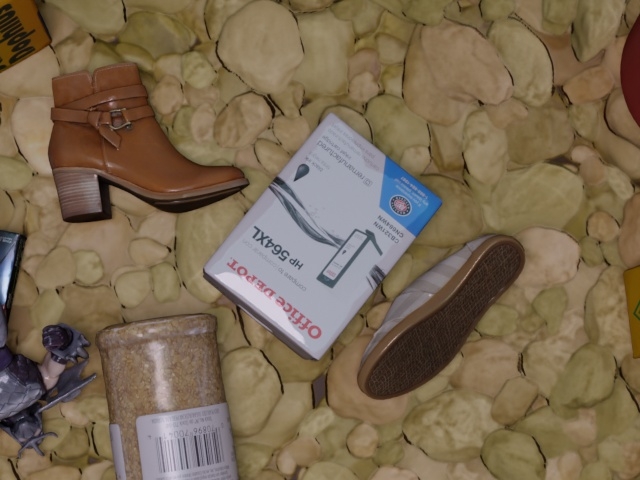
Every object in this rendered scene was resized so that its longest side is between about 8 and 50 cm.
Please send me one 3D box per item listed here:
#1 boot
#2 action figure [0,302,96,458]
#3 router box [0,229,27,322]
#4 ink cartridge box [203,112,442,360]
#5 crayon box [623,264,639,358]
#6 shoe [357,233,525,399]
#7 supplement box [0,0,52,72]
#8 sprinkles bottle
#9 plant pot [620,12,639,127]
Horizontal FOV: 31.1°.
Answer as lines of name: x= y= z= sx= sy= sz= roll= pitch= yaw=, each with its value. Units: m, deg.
boot: x=-0.175 y=-0.104 z=1.155 sx=0.197 sy=0.073 sz=0.152 roll=-6 pitch=81 yaw=-9
action figure: x=-0.321 y=0.095 z=1.069 sx=0.185 sy=0.099 sz=0.285 roll=-29 pitch=118 yaw=-17
router box: x=-0.361 y=0.028 z=1.138 sx=0.122 sy=0.038 sz=0.092 roll=10 pitch=83 yaw=-4
ink cartridge box: x=0.000 y=0.000 z=1.151 sx=0.148 sy=0.086 sz=0.203 roll=38 pitch=81 yaw=-1
crayon box: x=0.514 y=0.042 z=1.080 sx=0.363 sy=0.313 sz=0.106 roll=-5 pitch=81 yaw=-5
shoe: x=0.118 y=0.075 z=1.175 sx=0.219 sy=0.058 sz=0.076 roll=-44 pitch=120 yaw=-4
supplement box: x=-0.436 y=-0.315 z=1.088 sx=0.195 sy=0.194 sz=0.356 roll=-31 pitch=88 yaw=-8
sprinkles bottle: x=-0.131 y=0.251 z=1.096 sx=0.121 sy=0.121 sz=0.355 roll=-8 pitch=85 yaw=-6
plant pot: x=0.428 y=-0.191 z=1.132 sx=0.275 sy=0.243 sz=0.275 roll=0 pitch=85 yaw=-6
